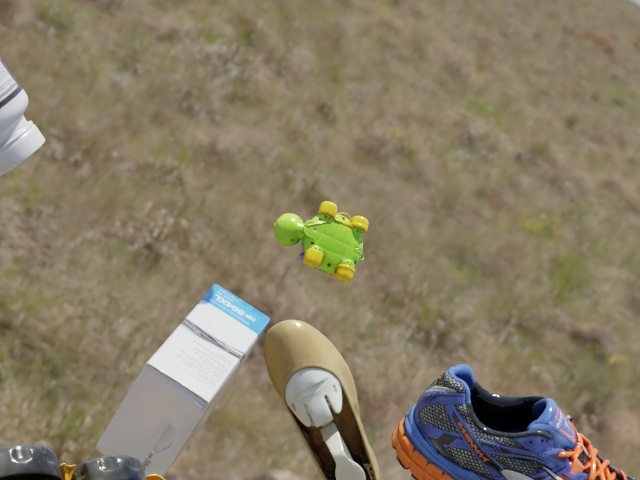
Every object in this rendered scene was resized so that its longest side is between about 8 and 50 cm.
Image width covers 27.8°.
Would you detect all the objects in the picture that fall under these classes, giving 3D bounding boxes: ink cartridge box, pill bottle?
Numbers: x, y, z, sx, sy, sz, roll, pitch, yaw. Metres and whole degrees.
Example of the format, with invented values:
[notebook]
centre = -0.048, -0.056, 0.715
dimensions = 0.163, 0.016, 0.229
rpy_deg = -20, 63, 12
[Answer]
[ink cartridge box]
centre = -0.155, 0.164, 1.483
dimensions = 0.086, 0.148, 0.203
rpy_deg = 34, 29, 3
[pill bottle]
centre = -0.405, -0.170, 1.481
dimensions = 0.193, 0.108, 0.108
rpy_deg = 56, 8, -18

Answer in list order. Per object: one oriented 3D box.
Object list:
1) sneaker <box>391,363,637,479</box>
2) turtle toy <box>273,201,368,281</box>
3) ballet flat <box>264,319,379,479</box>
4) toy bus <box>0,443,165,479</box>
[sneaker]
centre = 0.163, 0.160, 0.920
dimensions = 0.221, 0.087, 0.083
rpy_deg = 22, 24, 3
[turtle toy]
centre = 0.000, 0.000, 1.731
dimensions = 0.130, 0.095, 0.066
rpy_deg = 25, -21, -17
[ballet flat]
centre = 0.011, 0.186, 1.330
dimensions = 0.073, 0.080, 0.232
rpy_deg = -111, 175, -66
[toy bus]
centre = -0.249, 0.276, 1.066
dimensions = 0.220, 0.211, 0.150
rpy_deg = 15, 51, -46
